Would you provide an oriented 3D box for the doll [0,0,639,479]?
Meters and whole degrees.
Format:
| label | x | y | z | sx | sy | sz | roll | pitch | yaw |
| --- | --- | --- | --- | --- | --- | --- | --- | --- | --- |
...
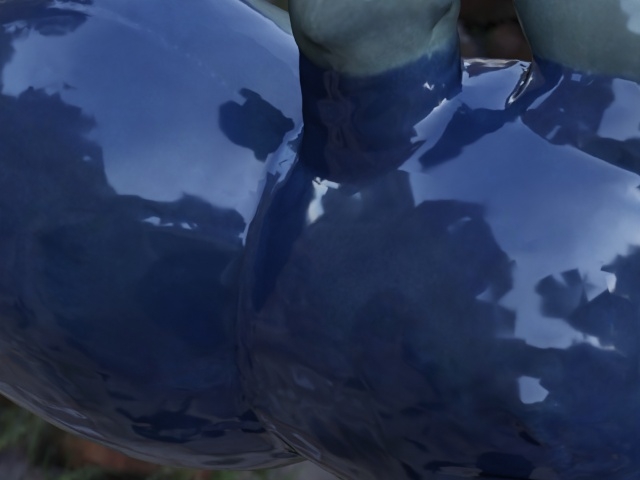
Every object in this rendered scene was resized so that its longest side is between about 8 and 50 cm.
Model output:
| label | x | y | z | sx | sy | sz | roll | pitch | yaw |
| --- | --- | --- | --- | --- | --- | --- | --- | --- | --- |
| doll | 0.000 | 0.000 | 0.534 | 0.258 | 0.228 | 0.154 | 16 | 64 | 32 |
